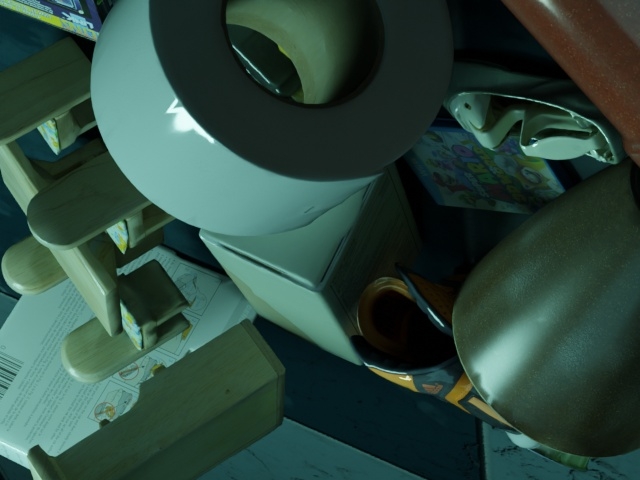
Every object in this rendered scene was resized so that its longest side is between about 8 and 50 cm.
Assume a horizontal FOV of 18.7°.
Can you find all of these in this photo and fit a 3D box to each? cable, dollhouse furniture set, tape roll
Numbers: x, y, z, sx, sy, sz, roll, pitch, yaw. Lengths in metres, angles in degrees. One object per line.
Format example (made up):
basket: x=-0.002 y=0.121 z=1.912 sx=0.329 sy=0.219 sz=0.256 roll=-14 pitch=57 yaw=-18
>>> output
cable: x=-0.079 y=-0.213 z=1.679 sx=0.287 sy=0.072 sz=0.139 roll=47 pitch=171 yaw=-8
dollhouse furniture set: x=-0.251 y=0.075 z=1.984 sx=0.394 sy=0.256 sz=0.362 roll=53 pitch=163 yaw=19
tape roll: x=-0.041 y=-0.140 z=1.509 sx=0.246 sy=0.246 sz=0.169 roll=35 pitch=156 yaw=-11

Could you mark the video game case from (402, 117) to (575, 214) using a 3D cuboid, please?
video game case: x=0.145 y=-0.065 z=1.726 sx=0.166 sy=0.015 sz=0.119 roll=8 pitch=148 yaw=42

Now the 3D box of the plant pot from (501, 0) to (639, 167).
plant pot: x=0.213 y=-0.187 z=1.137 sx=0.265 sy=0.272 sz=0.272 roll=42 pitch=155 yaw=-6

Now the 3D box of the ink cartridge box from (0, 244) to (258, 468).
ink cartridge box: x=-0.236 y=0.140 z=2.220 sx=0.261 sy=0.296 sz=0.066 roll=24 pitch=156 yaw=14

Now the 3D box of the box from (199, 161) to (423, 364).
box: x=0.000 y=0.000 z=1.779 sx=0.121 sy=0.148 sz=0.311 roll=24 pitch=168 yaw=14

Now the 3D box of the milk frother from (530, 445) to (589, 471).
milk frother: x=0.276 y=0.155 z=1.861 sx=0.143 sy=0.135 sz=0.129 roll=26 pitch=-173 yaw=16

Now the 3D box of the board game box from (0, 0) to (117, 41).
board game box: x=-0.265 y=-0.259 z=1.775 sx=0.170 sy=0.048 sz=0.141 roll=22 pitch=157 yaw=17

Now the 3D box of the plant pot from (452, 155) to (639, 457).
plant pot: x=0.252 y=0.029 z=1.597 sx=0.215 sy=0.215 sz=0.230 roll=30 pitch=139 yaw=-1

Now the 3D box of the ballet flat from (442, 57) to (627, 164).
ballet flat: x=0.161 y=-0.102 z=1.569 sx=0.213 sy=0.068 sz=0.072 roll=11 pitch=150 yaw=37

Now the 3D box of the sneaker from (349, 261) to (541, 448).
sneaker: x=0.111 y=0.071 z=1.792 sx=0.180 sy=0.125 sz=0.321 roll=27 pitch=-175 yaw=-18
